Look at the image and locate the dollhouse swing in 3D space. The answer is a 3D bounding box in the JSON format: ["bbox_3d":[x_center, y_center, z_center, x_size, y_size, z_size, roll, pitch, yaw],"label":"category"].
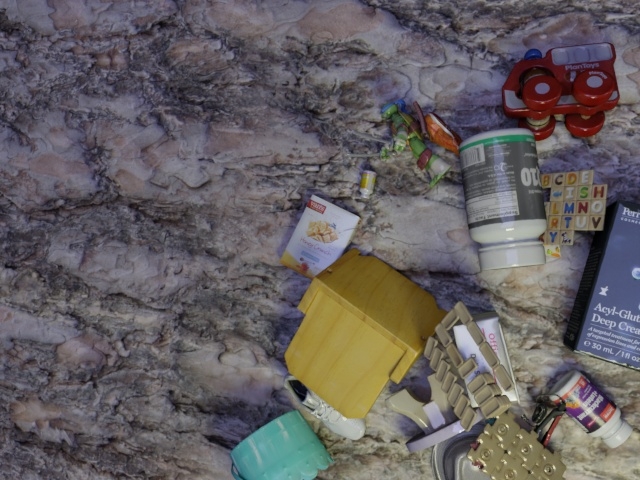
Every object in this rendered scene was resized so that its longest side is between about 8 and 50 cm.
[{"bbox_3d":[0.119,0.276,1.641,0.346,0.315,0.305,34,128,18],"label":"dollhouse swing"}]

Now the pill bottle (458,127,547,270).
[{"bbox_3d":[0.499,-0.105,1.529,0.204,0.204,0.361,-7,85,15],"label":"pill bottle"}]

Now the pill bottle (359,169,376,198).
[{"bbox_3d":[0.143,-0.170,1.717,0.043,0.043,0.083,11,89,16],"label":"pill bottle"}]

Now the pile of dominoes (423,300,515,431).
[{"bbox_3d":[0.352,0.299,1.335,0.196,0.040,0.251,-58,45,38],"label":"pile of dominoes"}]

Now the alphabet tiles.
[{"bbox_3d":[0.650,-0.086,1.507,0.237,0.009,0.198,3,85,57],"label":"alphabet tiles"}]

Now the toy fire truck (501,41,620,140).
[{"bbox_3d":[0.657,-0.429,1.548,0.302,0.169,0.254,-2,61,15],"label":"toy fire truck"}]

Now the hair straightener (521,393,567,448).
[{"bbox_3d":[0.579,0.490,1.496,0.089,0.047,0.230,25,124,17],"label":"hair straightener"}]

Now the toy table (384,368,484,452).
[{"bbox_3d":[0.301,0.459,1.536,0.274,0.252,0.161,-41,69,38],"label":"toy table"}]

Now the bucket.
[{"bbox_3d":[-0.117,0.633,1.618,0.281,0.281,0.183,-39,68,10],"label":"bucket"}]

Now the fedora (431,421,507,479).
[{"bbox_3d":[0.430,0.649,1.534,0.243,0.124,0.275,-22,80,13],"label":"fedora"}]

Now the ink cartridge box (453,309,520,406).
[{"bbox_3d":[0.422,0.298,1.442,0.119,0.353,0.207,-14,82,14],"label":"ink cartridge box"}]

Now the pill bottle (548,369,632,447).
[{"bbox_3d":[0.712,0.445,1.478,0.193,0.108,0.108,44,98,14],"label":"pill bottle"}]

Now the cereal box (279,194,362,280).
[{"bbox_3d":[0.000,0.000,1.742,0.173,0.047,0.240,26,93,16],"label":"cereal box"}]

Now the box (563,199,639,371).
[{"bbox_3d":[0.827,0.131,1.416,0.293,0.212,0.396,16,90,17],"label":"box"}]

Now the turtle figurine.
[{"bbox_3d":[0.227,-0.248,1.620,0.266,0.198,0.274,44,59,5],"label":"turtle figurine"}]

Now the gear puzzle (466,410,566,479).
[{"bbox_3d":[0.544,0.604,1.468,0.339,0.044,0.175,41,71,2],"label":"gear puzzle"}]

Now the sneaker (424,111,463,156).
[{"bbox_3d":[0.367,-0.302,1.664,0.175,0.064,0.067,51,121,17],"label":"sneaker"}]

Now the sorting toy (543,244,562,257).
[{"bbox_3d":[0.632,0.008,1.573,0.075,0.045,0.083,-4,84,35],"label":"sorting toy"}]

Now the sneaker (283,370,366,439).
[{"bbox_3d":[0.002,0.492,1.664,0.297,0.129,0.111,33,94,14],"label":"sneaker"}]
